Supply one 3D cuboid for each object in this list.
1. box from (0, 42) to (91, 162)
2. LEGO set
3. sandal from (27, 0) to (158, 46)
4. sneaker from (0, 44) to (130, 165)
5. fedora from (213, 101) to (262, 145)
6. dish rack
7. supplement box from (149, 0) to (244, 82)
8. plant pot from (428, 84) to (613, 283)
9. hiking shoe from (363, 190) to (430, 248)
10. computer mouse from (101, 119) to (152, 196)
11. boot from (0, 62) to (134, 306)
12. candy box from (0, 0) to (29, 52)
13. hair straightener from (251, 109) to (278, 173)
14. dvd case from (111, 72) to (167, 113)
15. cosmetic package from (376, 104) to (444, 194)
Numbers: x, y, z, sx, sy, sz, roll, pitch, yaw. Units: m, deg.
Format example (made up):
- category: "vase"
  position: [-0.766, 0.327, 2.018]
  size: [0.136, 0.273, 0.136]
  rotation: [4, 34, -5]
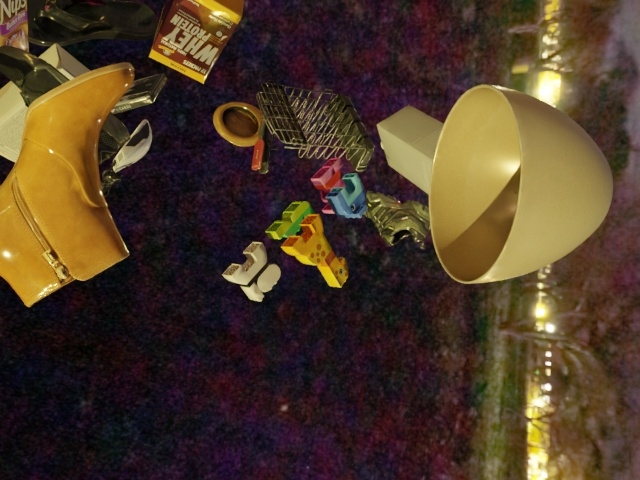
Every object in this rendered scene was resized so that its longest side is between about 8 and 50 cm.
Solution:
- category: "box"
  position: [-0.756, -0.359, 1.324]
  size: [0.121, 0.311, 0.148]
  rotation: [60, 8, 30]
- category: "LEGO set"
  position: [0.000, 0.000, 0.607]
  size: [0.227, 0.087, 0.093]
  rotation: [-50, 124, -30]
- category: "sandal"
  position: [-0.726, -0.707, 1.526]
  size: [0.445, 0.107, 0.168]
  rotation: [-19, 83, -34]
- category: "sneaker"
  position: [-0.430, -0.195, 0.770]
  size: [0.227, 0.087, 0.130]
  rotation: [41, 71, -13]
- category: "fedora"
  position: [-0.278, -0.388, 1.699]
  size: [0.079, 0.194, 0.194]
  rotation: [119, -10, -59]
- category: "dish rack"
  position: [-0.015, -0.263, 1.117]
  size: [0.271, 0.074, 0.208]
  rotation: [-2, 56, -34]
- category: "supplement box"
  position: [-0.267, -0.499, 1.084]
  size: [0.129, 0.194, 0.191]
  rotation: [21, 49, -28]
- category: "plant pot"
  position: [0.304, -0.076, 0.732]
  size: [0.284, 0.190, 0.284]
  rotation: [-178, -90, -81]
- category: "hiking shoe"
  position: [0.160, -0.048, 1.200]
  size: [0.086, 0.226, 0.114]
  rotation: [32, 75, -55]
- category: "computer mouse"
  position: [-0.380, -0.166, 0.981]
  size: [0.042, 0.106, 0.193]
  rotation: [35, 52, -21]
- category: "boot"
  position: [-0.310, -0.069, 0.641]
  size: [0.211, 0.295, 0.104]
  rotation: [54, -6, -11]
- category: "candy box"
  position: [-0.692, -0.492, 1.072]
  size: [0.109, 0.053, 0.187]
  rotation: [-81, -175, -61]
- category: "hair straightener"
  position: [-0.183, -0.331, 1.652]
  size: [0.089, 0.047, 0.231]
  rotation: [25, 62, -56]
- category: "dvd case"
  position: [-0.620, -0.456, 1.563]
  size: [0.179, 0.238, 0.030]
  rotation: [-90, 164, -49]
- category: "cosmetic package"
  position: [0.234, -0.187, 1.073]
  size: [0.238, 0.107, 0.127]
  rotation: [53, -8, 45]
